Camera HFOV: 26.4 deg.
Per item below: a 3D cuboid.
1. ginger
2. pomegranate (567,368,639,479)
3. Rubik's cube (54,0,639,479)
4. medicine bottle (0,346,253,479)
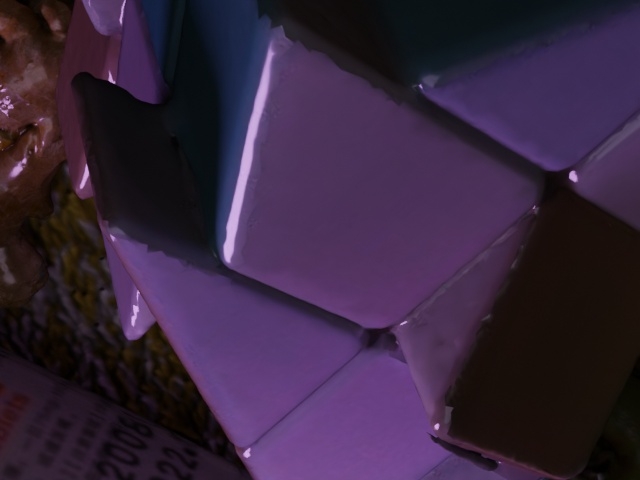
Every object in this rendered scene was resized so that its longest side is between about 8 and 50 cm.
[{"bbox_3d":[-0.196,-0.061,0.825,0.176,0.052,0.193,-30,107,26],"label":"ginger"},{"bbox_3d":[0.171,0.160,0.831,0.241,0.159,0.190,25,132,-32],"label":"pomegranate"},{"bbox_3d":[0.059,-0.076,0.606,0.368,0.358,0.387,24,121,-40],"label":"Rubik's cube"},{"bbox_3d":[-0.238,0.166,0.854,0.371,0.211,0.211,27,117,-5],"label":"medicine bottle"}]
